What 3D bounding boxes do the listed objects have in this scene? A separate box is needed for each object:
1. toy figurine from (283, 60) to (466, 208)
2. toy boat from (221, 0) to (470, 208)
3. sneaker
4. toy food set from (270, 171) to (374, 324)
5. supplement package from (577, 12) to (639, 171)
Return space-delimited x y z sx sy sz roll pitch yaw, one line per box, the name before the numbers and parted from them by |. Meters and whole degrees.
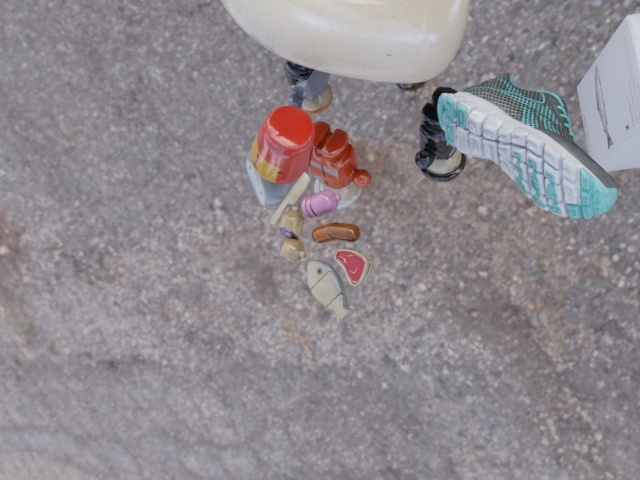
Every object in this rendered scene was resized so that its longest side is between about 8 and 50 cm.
toy figurine | 0.065 -0.159 0.995 0.148 0.213 0.209 70 -177 -64
toy boat | -0.003 -0.191 0.809 0.268 0.318 0.148 20 161 -3
sneaker | 0.165 -0.081 0.612 0.166 0.076 0.065 45 160 37
toy food set | 0.000 0.000 0.660 0.078 0.019 0.122 -53 55 19
supplement package | 0.332 -0.142 0.797 0.179 0.105 0.105 73 -171 -79
